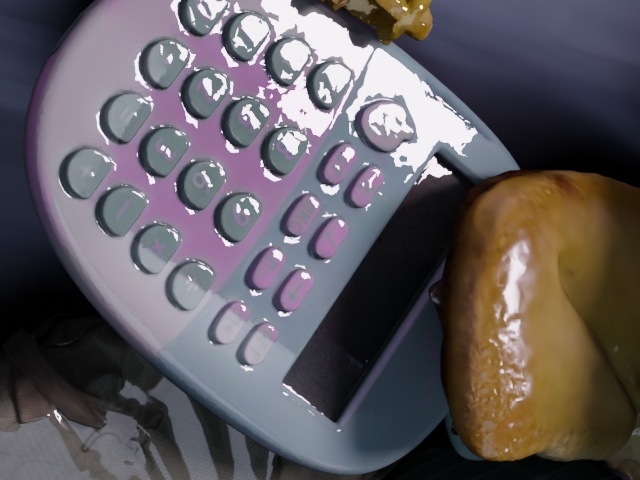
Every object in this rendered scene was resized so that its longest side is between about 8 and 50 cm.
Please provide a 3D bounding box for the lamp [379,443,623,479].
[{"bbox_3d":[0.075,0.220,0.814,0.233,0.233,0.265,23,133,-21],"label":"lamp"}]

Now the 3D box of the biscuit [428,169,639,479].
[{"bbox_3d":[0.162,0.057,0.746,0.045,0.154,0.299,-5,159,44],"label":"biscuit"}]

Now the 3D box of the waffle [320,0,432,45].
[{"bbox_3d":[-0.024,-0.163,0.624,0.192,0.046,0.160,5,125,-8],"label":"waffle"}]

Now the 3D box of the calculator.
[{"bbox_3d":[0.000,0.000,0.692,0.299,0.041,0.185,38,78,-24],"label":"calculator"}]

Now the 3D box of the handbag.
[{"bbox_3d":[-0.094,0.087,0.756,0.270,0.117,0.182,-21,122,-2],"label":"handbag"}]
